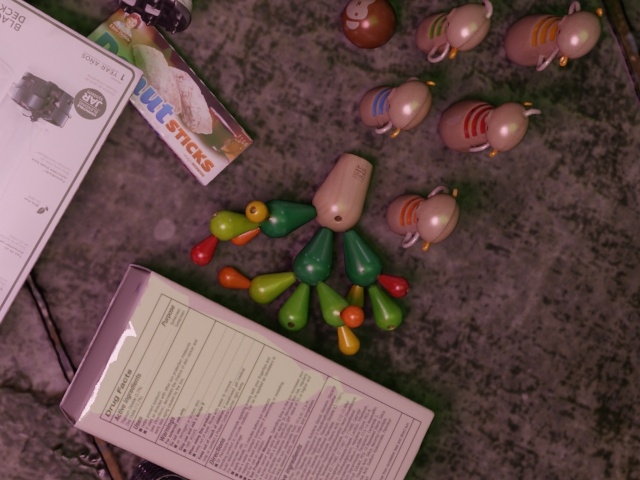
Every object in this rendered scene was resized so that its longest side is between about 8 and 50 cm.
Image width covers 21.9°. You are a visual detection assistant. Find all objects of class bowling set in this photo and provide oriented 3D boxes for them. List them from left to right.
[{"bbox_3d":[0.107,-0.148,1.562,0.200,0.154,0.287,34,84,-16],"label":"bowling set"}]

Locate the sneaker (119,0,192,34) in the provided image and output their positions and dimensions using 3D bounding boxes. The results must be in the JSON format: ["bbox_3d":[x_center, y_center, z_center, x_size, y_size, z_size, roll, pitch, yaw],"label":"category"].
[{"bbox_3d":[-0.208,-0.283,1.503,0.234,0.078,0.106,26,68,-7],"label":"sneaker"}]

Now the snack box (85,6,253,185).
[{"bbox_3d":[-0.145,-0.138,1.556,0.064,0.022,0.178,-43,104,-8],"label":"snack box"}]

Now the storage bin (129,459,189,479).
[{"bbox_3d":[-0.109,0.298,1.567,0.180,0.084,0.122,28,86,-17],"label":"storage bin"}]

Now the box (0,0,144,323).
[{"bbox_3d":[-0.303,-0.068,1.469,0.169,0.087,0.290,29,89,-15],"label":"box"}]

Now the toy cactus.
[{"bbox_3d":[0.000,0.000,1.578,0.219,0.112,0.181,25,77,-8],"label":"toy cactus"}]

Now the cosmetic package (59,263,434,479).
[{"bbox_3d":[-0.069,0.160,1.554,0.309,0.113,0.160,29,85,-16],"label":"cosmetic package"}]
